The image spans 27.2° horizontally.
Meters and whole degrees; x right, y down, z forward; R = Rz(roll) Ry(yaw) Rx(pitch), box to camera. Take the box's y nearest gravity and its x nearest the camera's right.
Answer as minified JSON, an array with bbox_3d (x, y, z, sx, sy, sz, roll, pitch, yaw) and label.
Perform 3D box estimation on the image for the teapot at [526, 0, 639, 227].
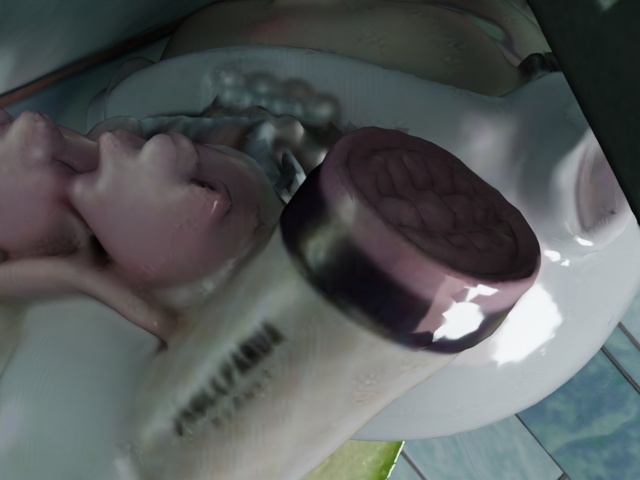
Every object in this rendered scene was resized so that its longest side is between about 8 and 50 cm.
[{"bbox_3d":[0.158,-0.102,0.331,0.253,0.344,0.300,-35,172,-43],"label":"teapot"}]

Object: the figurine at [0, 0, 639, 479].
[{"bbox_3d":[-0.008,-0.004,0.540,0.361,0.253,0.211,-32,140,-56],"label":"figurine"}]

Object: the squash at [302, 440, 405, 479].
[{"bbox_3d":[0.010,0.050,0.779,0.111,0.288,0.203,6,154,-18],"label":"squash"}]
